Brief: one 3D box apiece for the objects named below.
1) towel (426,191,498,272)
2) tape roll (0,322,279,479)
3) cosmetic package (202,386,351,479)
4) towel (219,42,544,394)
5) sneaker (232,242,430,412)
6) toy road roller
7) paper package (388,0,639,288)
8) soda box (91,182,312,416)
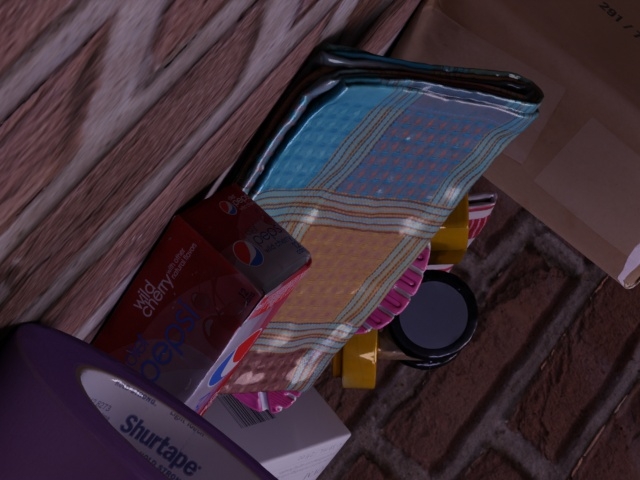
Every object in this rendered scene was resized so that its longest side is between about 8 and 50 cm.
[{"bbox_3d":[0.070,0.022,2.360,0.237,0.037,0.329,-9,163,-13],"label":"towel"},{"bbox_3d":[-0.097,0.168,1.157,0.090,0.275,0.275,-51,176,4],"label":"tape roll"},{"bbox_3d":[-0.127,0.247,2.008,0.224,0.138,0.224,-12,146,-51],"label":"cosmetic package"},{"bbox_3d":[0.000,0.000,1.588,0.271,0.040,0.370,2,133,-47],"label":"towel"},{"bbox_3d":[0.005,0.045,1.797,0.252,0.103,0.111,-41,-166,26],"label":"sneaker"},{"bbox_3d":[0.045,-0.007,2.069,0.202,0.240,0.329,89,3,-83],"label":"toy road roller"},{"bbox_3d":[0.263,-0.161,1.896,0.168,0.325,0.309,-54,176,35],"label":"paper package"},{"bbox_3d":[-0.115,0.084,1.471,0.263,0.092,0.083,-54,168,33],"label":"soda box"}]
